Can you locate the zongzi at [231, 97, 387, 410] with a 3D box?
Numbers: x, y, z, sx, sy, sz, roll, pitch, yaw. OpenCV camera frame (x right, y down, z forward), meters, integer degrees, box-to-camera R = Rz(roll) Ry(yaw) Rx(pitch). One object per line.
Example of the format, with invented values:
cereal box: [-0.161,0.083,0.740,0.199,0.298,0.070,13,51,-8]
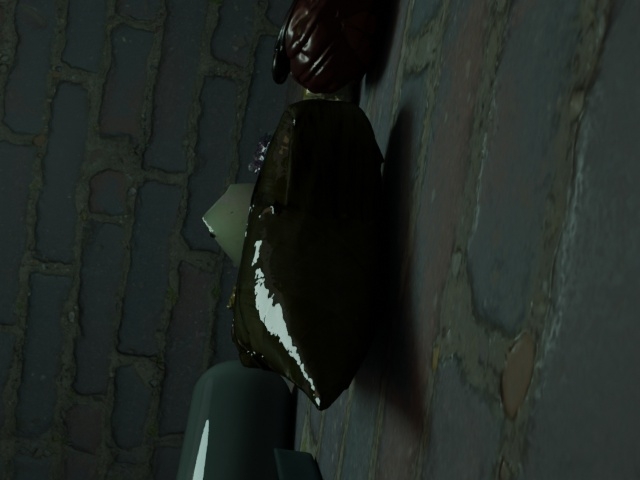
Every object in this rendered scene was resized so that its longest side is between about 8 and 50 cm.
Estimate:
zongzi: [0.000,0.000,0.918,0.360,0.160,0.323,-167,84,-84]

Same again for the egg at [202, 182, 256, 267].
egg: [-0.088,-0.012,1.733,0.206,0.162,0.271,54,-172,22]

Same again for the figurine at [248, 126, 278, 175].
figurine: [-0.059,-0.183,1.844,0.274,0.133,0.194,-163,80,-73]

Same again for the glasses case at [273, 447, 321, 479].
glasses case: [-0.017,0.358,1.185,0.266,0.056,0.105,-148,42,-83]

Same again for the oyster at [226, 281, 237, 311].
oyster: [-0.137,0.130,2.122,0.341,0.166,0.110,-28,-61,-78]

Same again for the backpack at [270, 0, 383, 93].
backpack: [0.023,-0.302,1.237,0.229,0.139,0.229,-62,6,11]

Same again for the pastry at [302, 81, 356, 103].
pastry: [0.024,-0.301,1.440,0.121,0.089,0.258,72,-153,-76]

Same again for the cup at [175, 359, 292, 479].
cup: [-0.156,0.391,1.644,0.205,0.205,0.312,107,171,-53]
